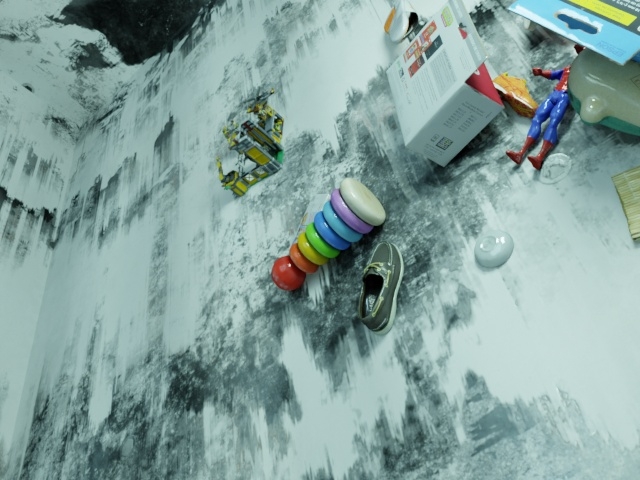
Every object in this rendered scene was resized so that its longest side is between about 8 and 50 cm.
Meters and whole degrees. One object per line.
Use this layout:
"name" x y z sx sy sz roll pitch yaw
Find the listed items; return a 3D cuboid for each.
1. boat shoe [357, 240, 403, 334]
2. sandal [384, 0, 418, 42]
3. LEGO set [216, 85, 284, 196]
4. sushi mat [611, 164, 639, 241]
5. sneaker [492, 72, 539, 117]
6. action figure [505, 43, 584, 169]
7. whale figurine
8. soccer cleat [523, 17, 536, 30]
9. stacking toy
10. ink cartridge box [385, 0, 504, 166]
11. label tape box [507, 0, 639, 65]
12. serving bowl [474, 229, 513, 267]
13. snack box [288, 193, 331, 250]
"boat shoe" 0.130 0.091 1.397 0.081 0.068 0.228 -19 49 36
"sandal" 0.244 -0.626 1.852 0.102 0.076 0.265 -57 18 34
"LEGO set" -0.252 -0.329 2.037 0.254 0.192 0.332 -19 48 36
"sushi mat" 0.657 -0.110 1.046 0.316 0.019 0.152 -24 44 32
"sneaker" 0.442 -0.333 1.420 0.067 0.064 0.175 -35 42 7
"action figure" 0.470 -0.302 1.297 0.091 0.139 0.280 29 83 50
"whale figurine" 0.576 -0.251 1.168 0.216 0.141 0.272 -25 58 -4
"soccer cleat" 0.599 -0.515 1.383 0.331 0.116 0.143 16 106 41
"stacking toy" 0.000 0.000 1.569 0.330 0.141 0.141 -43 38 21
"ink cartridge box" 0.305 -0.382 1.493 0.272 0.130 0.310 -46 34 36
"label tape box" 0.535 -0.425 1.137 0.333 0.106 0.240 -41 58 -12
"serving bowl" 0.343 0.012 1.271 0.083 0.027 0.083 -28 44 30
"snack box" -0.027 -0.046 1.712 0.064 0.022 0.178 4 64 47
